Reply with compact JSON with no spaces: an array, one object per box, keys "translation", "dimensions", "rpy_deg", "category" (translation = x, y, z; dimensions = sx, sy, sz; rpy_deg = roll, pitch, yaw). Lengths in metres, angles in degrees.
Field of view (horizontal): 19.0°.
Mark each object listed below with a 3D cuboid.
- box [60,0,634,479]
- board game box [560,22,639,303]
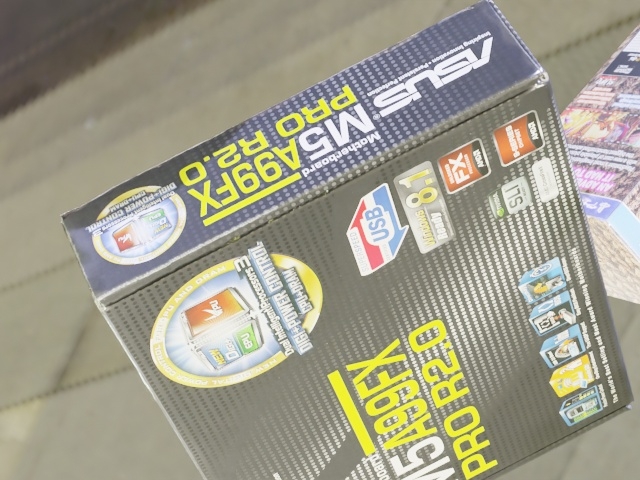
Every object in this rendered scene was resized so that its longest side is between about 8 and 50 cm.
[{"translation":[0.026,0.038,0.916],"dimensions":[0.216,0.270,0.060],"rpy_deg":[-27,49,-4],"category":"box"},{"translation":[0.356,-0.090,1.945],"dimensions":[0.291,0.141,0.232],"rpy_deg":[-48,22,-10],"category":"board game box"}]
